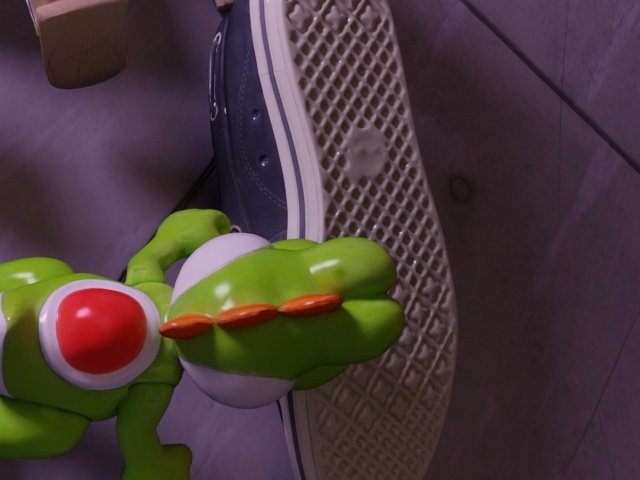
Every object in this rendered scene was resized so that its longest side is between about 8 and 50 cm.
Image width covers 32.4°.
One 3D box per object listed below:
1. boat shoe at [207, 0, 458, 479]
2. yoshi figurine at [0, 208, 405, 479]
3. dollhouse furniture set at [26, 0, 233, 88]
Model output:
[{"bbox_3d":[0.000,0.000,0.976,0.186,0.156,0.500,-8,89,-37],"label":"boat shoe"},{"bbox_3d":[-0.114,0.074,0.803,0.203,0.362,0.204,-85,163,-58],"label":"yoshi figurine"},{"bbox_3d":[-0.228,-0.305,0.960,0.394,0.256,0.362,-16,78,-14],"label":"dollhouse furniture set"}]
